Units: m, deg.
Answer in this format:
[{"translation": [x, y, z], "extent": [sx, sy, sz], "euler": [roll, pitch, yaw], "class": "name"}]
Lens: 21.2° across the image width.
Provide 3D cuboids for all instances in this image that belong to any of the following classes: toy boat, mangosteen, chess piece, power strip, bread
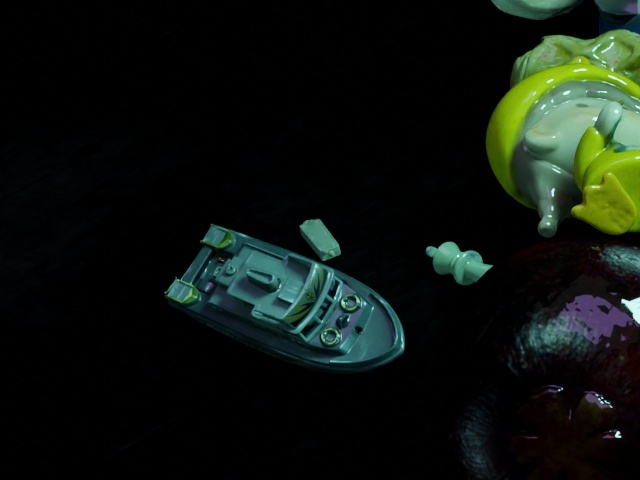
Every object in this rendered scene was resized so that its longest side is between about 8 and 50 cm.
[{"translation": [-0.031, 0.071, 1.872], "extent": [0.296, 0.122, 0.114], "euler": [20, 71, 34], "class": "toy boat"}, {"translation": [0.259, 0.142, 1.561], "extent": [0.307, 0.307, 0.347], "euler": [4, 9, 22], "class": "mangosteen"}, {"translation": [0.168, 0.033, 1.925], "extent": [0.059, 0.059, 0.149], "euler": [-33, 34, -27], "class": "chess piece"}, {"translation": [0.000, 0.000, 2.051], "extent": [0.027, 0.017, 0.083], "euler": [-21, 35, -11], "class": "power strip"}, {"translation": [0.366, -0.190, 2.092], "extent": [0.267, 0.152, 0.130], "euler": [-2, 45, 17], "class": "bread"}]

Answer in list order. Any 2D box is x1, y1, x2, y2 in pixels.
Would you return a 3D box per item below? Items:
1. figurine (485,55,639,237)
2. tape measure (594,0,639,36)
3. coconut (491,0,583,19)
[{"translation": [0.307, -0.088, 1.891], "extent": [0.215, 0.187, 0.344], "euler": [12, 16, -12], "class": "figurine"}, {"translation": [0.489, -0.304, 2.225], "extent": [0.262, 0.138, 0.259], "euler": [-1, 38, 16], "class": "tape measure"}, {"translation": [0.299, -0.436, 2.408], "extent": [0.224, 0.224, 0.234], "euler": [-11, 37, 2], "class": "coconut"}]
